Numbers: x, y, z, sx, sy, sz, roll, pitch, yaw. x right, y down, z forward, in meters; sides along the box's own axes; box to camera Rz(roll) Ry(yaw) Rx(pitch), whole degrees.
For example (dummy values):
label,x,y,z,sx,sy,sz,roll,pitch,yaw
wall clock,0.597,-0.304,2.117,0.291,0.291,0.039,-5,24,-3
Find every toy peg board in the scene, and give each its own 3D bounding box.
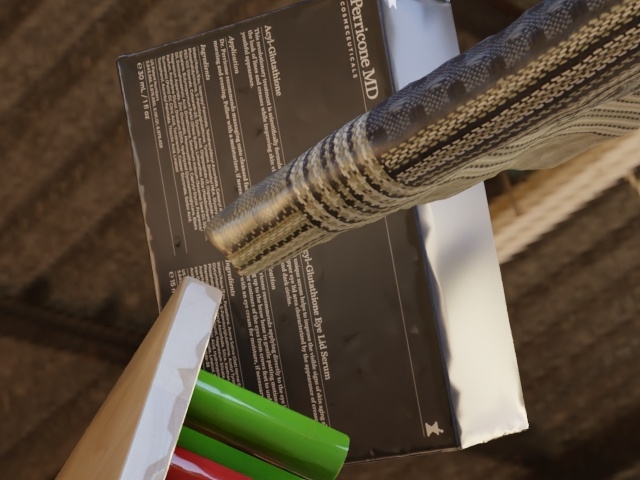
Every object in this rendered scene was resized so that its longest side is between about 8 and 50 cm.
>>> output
label,x,y,z,sx,sy,sz,roll,pitch,yaw
toy peg board,-0.059,0.128,0.590,0.079,0.160,0.161,25,-45,-10

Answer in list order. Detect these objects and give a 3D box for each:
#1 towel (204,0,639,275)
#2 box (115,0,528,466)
label,x,y,z,sx,sy,sz,roll,pitch,yaw
towel,0.150,-0.081,0.672,0.312,0.056,0.324,-30,-4,32
box,0.000,0.000,0.987,0.184,0.261,0.103,-12,-5,32
